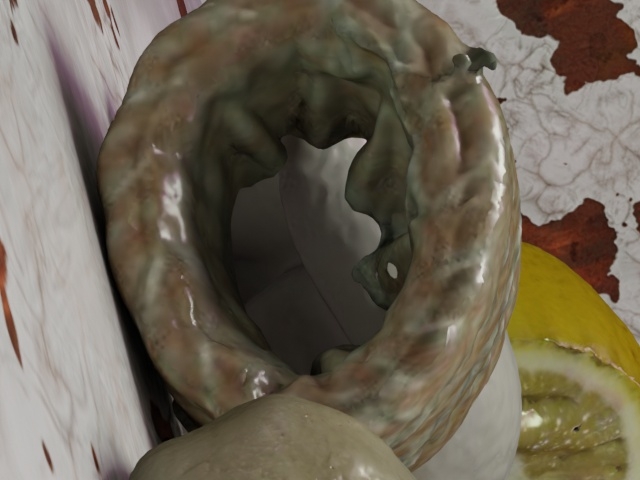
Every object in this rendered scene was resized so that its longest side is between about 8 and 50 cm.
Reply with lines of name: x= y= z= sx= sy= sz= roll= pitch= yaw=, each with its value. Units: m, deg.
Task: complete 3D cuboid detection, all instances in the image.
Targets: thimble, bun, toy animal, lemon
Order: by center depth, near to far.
bun: x=-0.002 y=0.134 z=0.738 sx=0.173 sy=0.113 sz=0.167 roll=-100 pitch=175 yaw=-61
thimble: x=-0.005 y=-0.005 z=0.941 sx=0.148 sy=0.196 sz=0.229 roll=62 pitch=41 yaw=-72
toy animal: x=0.020 y=0.045 z=1.106 sx=0.272 sy=0.206 sz=0.265 roll=77 pitch=-5 yaw=-50
lemon: x=0.126 y=0.149 z=1.817 sx=0.364 sy=0.364 sz=0.364 roll=-16 pitch=90 yaw=-89

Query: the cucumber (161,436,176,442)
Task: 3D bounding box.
cucumber: x=-0.034 y=0.170 z=0.871 sx=0.036 sy=0.033 sz=0.184 roll=23 pitch=48 yaw=-71
